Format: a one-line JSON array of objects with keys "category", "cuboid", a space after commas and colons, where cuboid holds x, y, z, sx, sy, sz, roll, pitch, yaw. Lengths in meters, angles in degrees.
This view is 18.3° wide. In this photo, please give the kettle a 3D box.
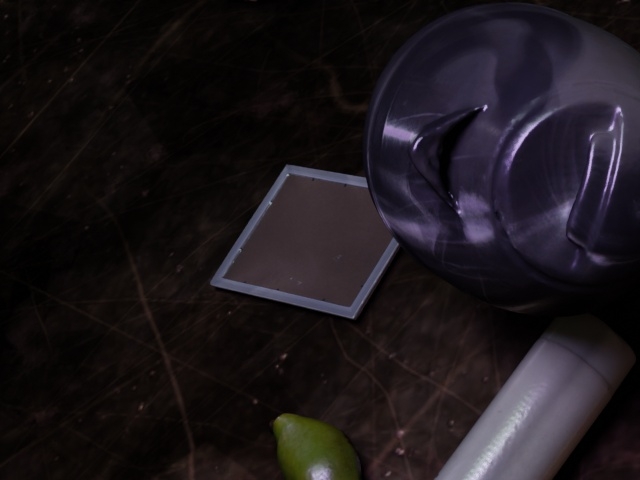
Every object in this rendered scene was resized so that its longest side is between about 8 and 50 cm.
[{"category": "kettle", "cuboid": [0.202, -0.040, 1.437, 0.324, 0.320, 0.228, -127, 54, -79]}]

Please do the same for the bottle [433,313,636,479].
[{"category": "bottle", "cuboid": [0.150, 0.147, 1.471, 0.072, 0.072, 0.201, 22, 68, 46]}]

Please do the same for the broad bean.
[{"category": "broad bean", "cuboid": [0.008, 0.191, 1.555, 0.070, 0.048, 0.213, -44, 40, -3]}]

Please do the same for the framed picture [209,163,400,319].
[{"category": "framed picture", "cuboid": [0.000, 0.000, 1.767, 0.183, 0.011, 0.142, 11, 61, 43]}]
